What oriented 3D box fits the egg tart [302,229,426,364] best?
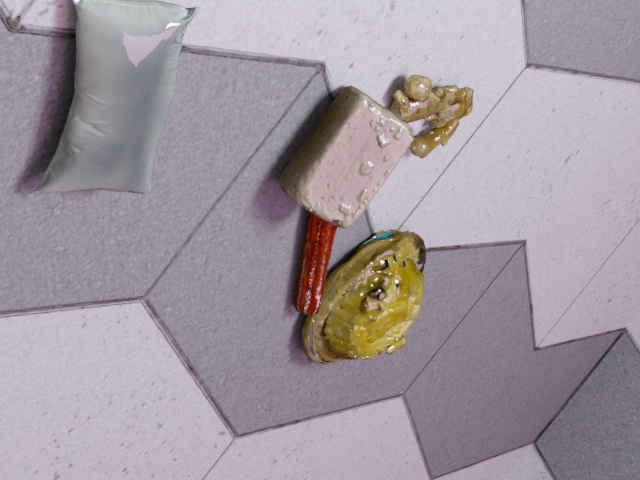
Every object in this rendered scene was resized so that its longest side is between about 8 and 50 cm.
[{"bbox_3d":[0.097,0.110,2.156,0.291,0.107,0.291,-35,149,-25],"label":"egg tart"}]

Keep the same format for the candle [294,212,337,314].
[{"bbox_3d":[0.000,0.000,1.939,0.048,0.051,0.329,-26,144,-32],"label":"candle"}]

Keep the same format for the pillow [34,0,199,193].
[{"bbox_3d":[-0.227,-0.152,1.403,0.144,0.078,0.254,-10,133,-37],"label":"pillow"}]

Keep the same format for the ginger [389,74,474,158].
[{"bbox_3d":[0.170,-0.202,1.944,0.176,0.052,0.193,-31,155,-30],"label":"ginger"}]

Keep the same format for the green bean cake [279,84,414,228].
[{"bbox_3d":[0.037,-0.115,1.777,0.109,0.085,0.179,32,98,-27],"label":"green bean cake"}]
